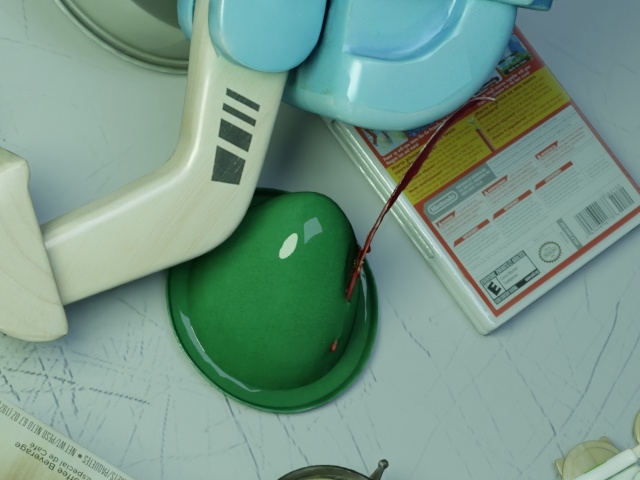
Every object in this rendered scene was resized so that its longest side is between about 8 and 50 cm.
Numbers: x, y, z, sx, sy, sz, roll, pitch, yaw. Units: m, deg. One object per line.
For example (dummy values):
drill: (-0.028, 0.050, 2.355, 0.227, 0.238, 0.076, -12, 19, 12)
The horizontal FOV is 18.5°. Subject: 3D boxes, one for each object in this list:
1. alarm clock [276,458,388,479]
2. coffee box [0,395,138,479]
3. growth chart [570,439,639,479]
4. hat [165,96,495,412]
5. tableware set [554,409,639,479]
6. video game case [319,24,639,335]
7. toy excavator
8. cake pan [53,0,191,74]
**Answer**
alarm clock: (-0.017, 0.232, 1.380, 0.192, 0.064, 0.129, -14, 74, -30)
coffee box: (-0.231, 0.266, 1.240, 0.168, 0.119, 0.297, 33, 59, -8)
growth chart: (0.231, 0.283, 1.476, 0.172, 0.021, 0.237, -20, 79, -20)
hat: (0.000, 0.000, 1.418, 0.173, 0.183, 0.208, 16, 62, -18)
tableware set: (0.270, 0.200, 1.546, 0.169, 0.020, 0.141, -30, 80, -30)
video game case: (0.120, -0.087, 1.602, 0.204, 0.025, 0.285, -33, 84, -31)
toy excavator: (-0.030, -0.136, 1.396, 0.433, 0.222, 0.445, 7, 96, -25)
cake pan: (-0.100, -0.276, 1.509, 0.293, 0.054, 0.293, 3, 85, -36)
